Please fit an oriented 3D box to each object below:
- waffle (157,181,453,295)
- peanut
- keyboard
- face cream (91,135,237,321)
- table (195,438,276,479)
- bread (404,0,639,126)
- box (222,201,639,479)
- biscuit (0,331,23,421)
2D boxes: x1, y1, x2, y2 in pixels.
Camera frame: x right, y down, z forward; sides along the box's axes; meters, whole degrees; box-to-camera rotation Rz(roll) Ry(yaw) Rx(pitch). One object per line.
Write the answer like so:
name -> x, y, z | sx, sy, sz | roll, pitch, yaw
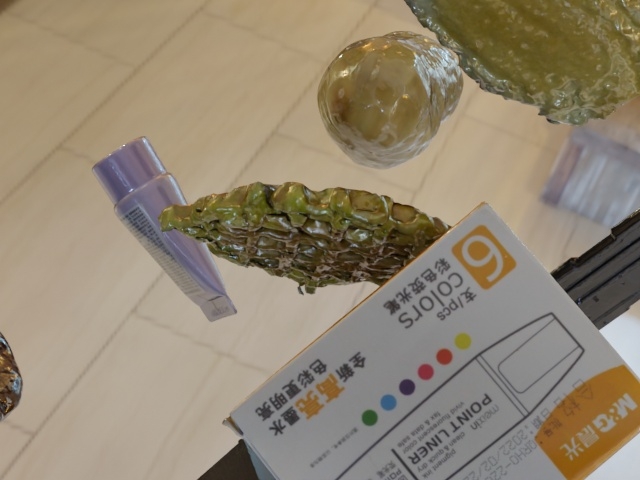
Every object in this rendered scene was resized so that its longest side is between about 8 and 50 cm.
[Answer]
waffle -> 0.000, -0.002, 1.163 | 0.245, 0.254, 0.052 | 22, 71, -43
peanut -> 0.077, -0.157, 1.454 | 0.147, 0.148, 0.319 | 25, 17, 8
keyboard -> 0.306, 0.028, 1.334 | 0.106, 0.262, 0.016 | 31, 34, -31
face cream -> -0.206, -0.007, 1.807 | 0.096, 0.154, 0.274 | -33, 94, -23
table -> -0.055, 0.387, 1.391 | 0.196, 0.282, 0.251 | 8, 46, -46
bread -> 0.172, -0.201, 1.023 | 0.245, 0.174, 0.121 | 38, 41, -18
box -> 0.096, 0.134, 1.027 | 0.274, 0.091, 0.221 | -41, 80, -5
biscuit -> -0.392, 0.108, 1.318 | 0.212, 0.036, 0.212 | 34, 23, -16
